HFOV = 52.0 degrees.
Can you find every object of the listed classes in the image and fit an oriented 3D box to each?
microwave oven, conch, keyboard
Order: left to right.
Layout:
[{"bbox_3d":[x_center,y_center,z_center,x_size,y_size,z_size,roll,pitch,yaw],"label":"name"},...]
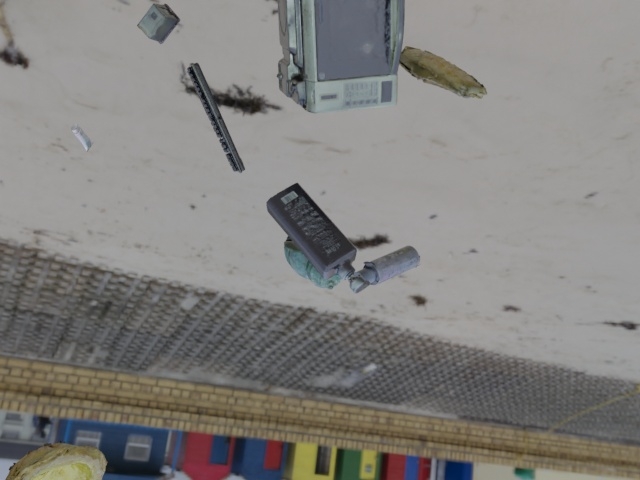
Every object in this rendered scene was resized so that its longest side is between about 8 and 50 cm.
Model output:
[{"bbox_3d":[-0.208,-0.241,1.306,0.025,0.230,0.093,-25,-168,-8],"label":"keyboard"},{"bbox_3d":[-0.002,0.068,1.927,0.196,0.134,0.202,-3,-164,-22],"label":"conch"},{"bbox_3d":[0.026,-0.520,1.526,0.246,0.395,0.333,-7,-158,-12],"label":"microwave oven"}]

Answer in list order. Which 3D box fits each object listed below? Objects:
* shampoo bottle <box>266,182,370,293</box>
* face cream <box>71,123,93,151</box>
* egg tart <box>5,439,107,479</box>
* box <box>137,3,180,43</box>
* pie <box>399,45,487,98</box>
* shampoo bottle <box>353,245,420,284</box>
[{"bbox_3d":[0.000,0.000,1.548,0.098,0.309,0.071,-32,156,-21],"label":"shampoo bottle"},{"bbox_3d":[-0.729,-0.316,2.015,0.020,0.038,0.115,21,161,16],"label":"face cream"},{"bbox_3d":[-0.491,0.435,1.174,0.090,0.213,0.212,39,-178,30],"label":"egg tart"},{"bbox_3d":[-0.403,-0.538,1.624,0.084,0.060,0.063,-43,177,22],"label":"box"},{"bbox_3d":[0.304,-0.426,1.670,0.128,0.069,0.282,-8,-141,-36],"label":"pie"},{"bbox_3d":[0.178,0.073,1.789,0.214,0.072,0.072,-21,-176,-37],"label":"shampoo bottle"}]
